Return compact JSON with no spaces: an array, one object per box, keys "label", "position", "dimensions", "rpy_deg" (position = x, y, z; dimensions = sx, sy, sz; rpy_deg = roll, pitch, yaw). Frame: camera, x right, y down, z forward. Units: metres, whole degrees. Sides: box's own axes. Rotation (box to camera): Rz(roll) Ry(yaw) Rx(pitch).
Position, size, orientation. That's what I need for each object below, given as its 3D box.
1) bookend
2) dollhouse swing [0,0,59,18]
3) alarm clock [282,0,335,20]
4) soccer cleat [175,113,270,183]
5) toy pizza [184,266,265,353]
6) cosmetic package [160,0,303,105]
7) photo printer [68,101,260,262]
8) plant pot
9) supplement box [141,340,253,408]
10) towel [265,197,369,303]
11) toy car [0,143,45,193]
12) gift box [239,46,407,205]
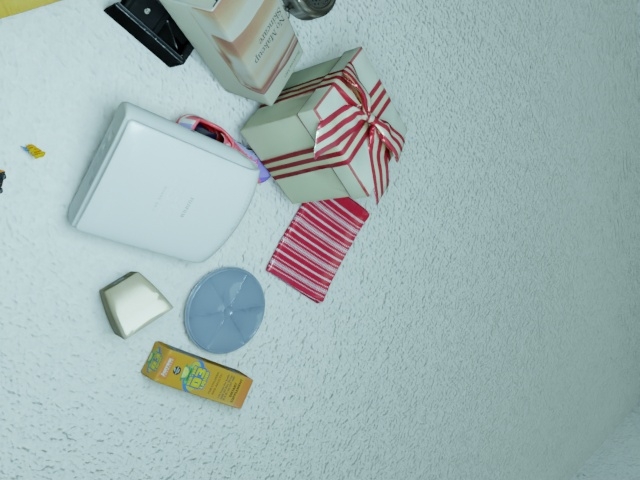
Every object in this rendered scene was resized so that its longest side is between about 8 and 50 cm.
[{"label":"bookend","position":[-0.293,-0.444,1.083],"dimensions":[0.156,0.072,0.157],"rpy_deg":[39,75,-35]},{"label":"dollhouse swing","position":[-0.573,-0.547,0.846],"dimensions":[0.347,0.315,0.305],"rpy_deg":[-33,158,-27]},{"label":"alarm clock","position":[-0.035,-0.550,1.265],"dimensions":[0.192,0.064,0.129],"rpy_deg":[-48,123,-15]},{"label":"soccer cleat","position":[-0.193,-0.185,1.195],"dimensions":[0.248,0.095,0.083],"rpy_deg":[30,81,-36]},{"label":"toy pizza","position":[-0.216,0.157,1.286],"dimensions":[0.201,0.032,0.201],"rpy_deg":[-8,103,-36]},{"label":"cosmetic package","position":[-0.155,-0.405,1.073],"dimensions":[0.153,0.129,0.296],"rpy_deg":[-63,159,-8]},{"label":"photo printer","position":[-0.283,-0.093,1.095],"dimensions":[0.308,0.107,0.256],"rpy_deg":[21,111,-38]},{"label":"plant pot","position":[-0.373,0.120,1.121],"dimensions":[0.109,0.109,0.096],"rpy_deg":[-35,106,-27]},{"label":"supplement box","position":[-0.266,0.298,1.248],"dimensions":[0.233,0.080,0.078],"rpy_deg":[30,79,-35]},{"label":"towel","position":[0.000,0.000,1.418],"dimensions":[0.199,0.031,0.274],"rpy_deg":[37,77,-35]},{"label":"toy car","position":[-0.546,-0.123,0.994],"dimensions":[0.040,0.060,0.122],"rpy_deg":[38,49,9]},{"label":"gift box","position":[0.021,-0.216,1.209],"dimensions":[0.255,0.258,0.276],"rpy_deg":[49,53,-33]}]
